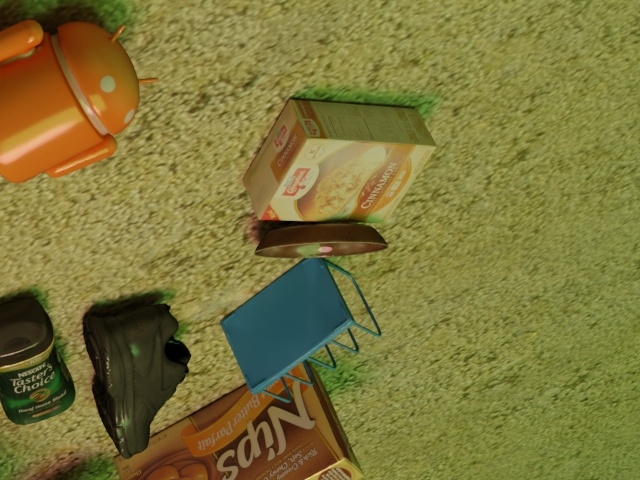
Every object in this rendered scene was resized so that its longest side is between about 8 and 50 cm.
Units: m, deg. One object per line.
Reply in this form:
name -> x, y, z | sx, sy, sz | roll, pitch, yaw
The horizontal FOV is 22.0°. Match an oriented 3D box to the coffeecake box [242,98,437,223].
coffeecake box -> 0.022, -0.092, 1.968 | 0.185, 0.068, 0.142 | 1, 139, -33

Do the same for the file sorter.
file sorter -> -0.022, 0.119, 2.183 | 0.170, 0.118, 0.104 | -37, 148, 17

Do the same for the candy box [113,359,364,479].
candy box -> -0.118, 0.322, 2.331 | 0.316, 0.183, 0.087 | -29, 147, 6

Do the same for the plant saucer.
plant saucer -> 0.000, 0.000, 2.052 | 0.168, 0.029, 0.168 | -4, 173, 0

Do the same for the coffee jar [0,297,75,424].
coffee jar -> -0.366, 0.149, 2.036 | 0.096, 0.079, 0.184 | -19, 145, -9

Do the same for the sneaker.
sneaker -> -0.231, 0.187, 2.156 | 0.130, 0.109, 0.286 | -20, 148, -18

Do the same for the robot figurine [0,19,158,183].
robot figurine -> -0.278, -0.141, 1.659 | 0.219, 0.158, 0.128 | -26, -175, 2
